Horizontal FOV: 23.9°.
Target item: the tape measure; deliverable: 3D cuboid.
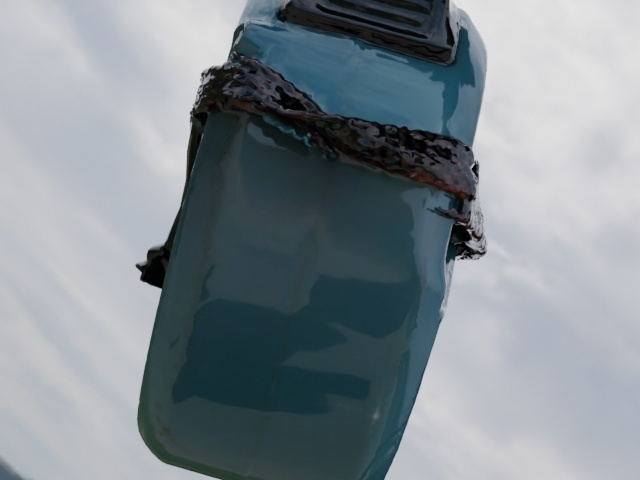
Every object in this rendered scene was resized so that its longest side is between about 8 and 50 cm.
[{"bbox_3d":[0.000,0.000,0.374,0.081,0.125,0.146,15,-6,0],"label":"tape measure"}]
